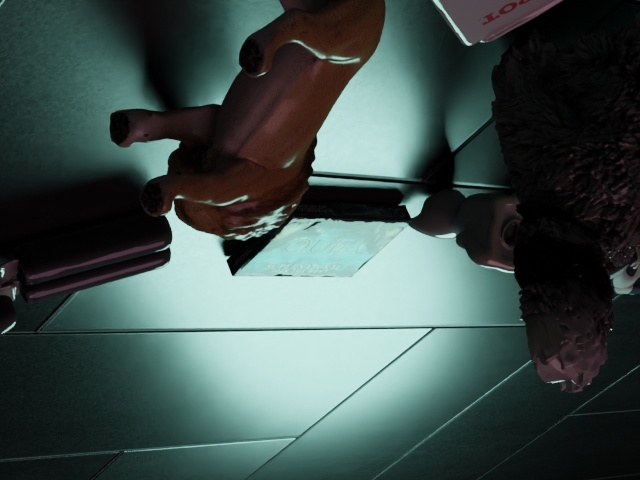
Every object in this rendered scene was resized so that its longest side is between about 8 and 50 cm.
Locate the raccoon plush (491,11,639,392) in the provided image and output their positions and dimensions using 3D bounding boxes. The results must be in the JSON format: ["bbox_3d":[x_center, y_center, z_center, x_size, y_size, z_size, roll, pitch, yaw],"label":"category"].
[{"bbox_3d":[0.351,-0.067,1.558,0.299,0.447,0.216,-19,145,24],"label":"raccoon plush"}]

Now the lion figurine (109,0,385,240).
[{"bbox_3d":[-0.035,-0.135,1.401,0.240,0.142,0.392,-5,147,-49],"label":"lion figurine"}]

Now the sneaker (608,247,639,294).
[{"bbox_3d":[0.410,0.008,2.127,0.234,0.094,0.153,-6,161,-12],"label":"sneaker"}]

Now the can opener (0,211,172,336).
[{"bbox_3d":[-0.280,0.045,1.623,0.280,0.093,0.074,-19,155,-19],"label":"can opener"}]

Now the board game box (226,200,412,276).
[{"bbox_3d":[0.000,0.000,1.840,0.186,0.026,0.126,1,147,-42],"label":"board game box"}]

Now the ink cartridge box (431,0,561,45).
[{"bbox_3d":[0.143,-0.304,1.213,0.223,0.129,0.307,-28,155,11],"label":"ink cartridge box"}]

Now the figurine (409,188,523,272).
[{"bbox_3d":[0.226,-0.031,1.836,0.214,0.092,0.209,-12,-168,-21],"label":"figurine"}]
